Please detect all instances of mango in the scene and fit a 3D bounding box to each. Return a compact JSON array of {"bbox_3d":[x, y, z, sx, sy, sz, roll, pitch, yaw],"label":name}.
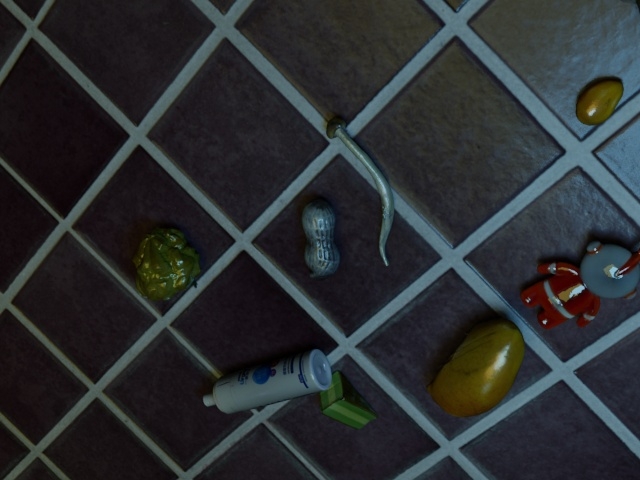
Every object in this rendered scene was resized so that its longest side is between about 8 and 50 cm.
[{"bbox_3d":[0.308,0.242,1.543,0.126,0.154,0.252,30,132,-3],"label":"mango"},{"bbox_3d":[0.464,-0.231,1.344,0.089,0.046,0.060,-41,96,16],"label":"mango"}]

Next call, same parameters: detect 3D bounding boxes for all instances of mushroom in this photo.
[{"bbox_3d":[0.094,-0.095,1.537,0.068,0.043,0.306,-14,109,42],"label":"mushroom"}]

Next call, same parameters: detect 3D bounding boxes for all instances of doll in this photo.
[{"bbox_3d":[0.479,0.074,1.449,0.245,0.076,0.142,-37,97,32],"label":"doll"}]

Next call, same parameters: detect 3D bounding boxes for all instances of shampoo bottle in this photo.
[{"bbox_3d":[-0.126,0.313,1.754,0.303,0.092,0.092,-18,104,26],"label":"shampoo bottle"}]

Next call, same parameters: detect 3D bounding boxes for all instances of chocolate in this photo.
[{"bbox_3d":[0.000,0.000,1.589,0.072,0.072,0.167,1,109,19],"label":"chocolate"}]

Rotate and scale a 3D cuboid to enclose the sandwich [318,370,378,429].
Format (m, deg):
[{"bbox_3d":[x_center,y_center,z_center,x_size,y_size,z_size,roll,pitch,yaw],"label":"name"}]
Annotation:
[{"bbox_3d":[0.061,0.346,1.748,0.116,0.074,0.074,32,124,-33],"label":"sandwich"}]

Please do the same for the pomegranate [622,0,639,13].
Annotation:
[{"bbox_3d":[0.526,-0.388,1.227,0.125,0.163,0.138,-23,125,-13],"label":"pomegranate"}]

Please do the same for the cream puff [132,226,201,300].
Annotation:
[{"bbox_3d":[-0.336,0.046,1.698,0.156,0.121,0.156,9,113,22],"label":"cream puff"}]
